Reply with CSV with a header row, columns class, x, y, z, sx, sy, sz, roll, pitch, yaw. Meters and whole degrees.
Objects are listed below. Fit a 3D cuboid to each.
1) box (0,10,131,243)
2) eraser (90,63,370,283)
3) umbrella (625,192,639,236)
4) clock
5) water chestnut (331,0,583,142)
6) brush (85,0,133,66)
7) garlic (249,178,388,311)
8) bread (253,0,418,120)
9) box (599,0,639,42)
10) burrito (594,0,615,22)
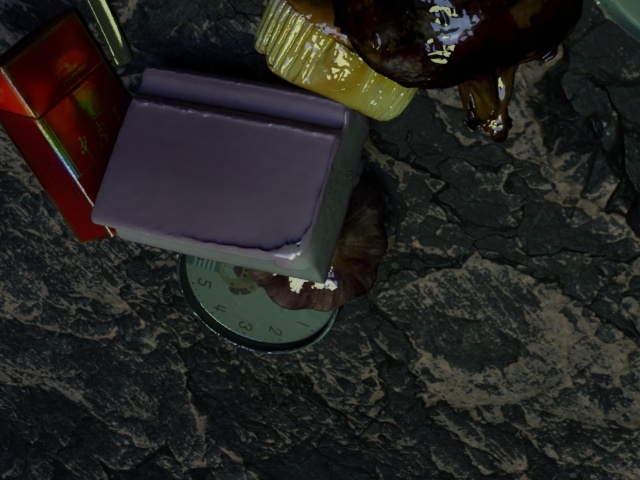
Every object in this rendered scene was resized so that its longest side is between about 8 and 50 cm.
class,x,y,z,sx,sy,sz,roll,pitch,yaw
box,-0.386,-0.179,1.686,0.089,0.197,0.313,-11,120,36
eraser,-0.133,-0.104,1.593,0.359,0.272,0.122,13,166,23
umbrella,0.538,-0.137,1.495,0.113,0.106,0.358,18,138,-6
clock,-0.105,0.067,1.860,0.312,0.061,0.313,9,125,13
water chestnut,0.182,-0.289,1.302,0.335,0.335,0.347,-21,107,28
brush,-0.345,-0.361,1.660,0.034,0.027,0.190,-27,124,-8
garlic,0.000,0.000,1.674,0.244,0.160,0.245,-1,95,-13
bread,0.036,-0.283,1.499,0.250,0.179,0.133,29,124,-4
box,0.442,-0.354,1.267,0.226,0.149,0.226,49,162,22
burrito,0.458,-0.299,1.432,0.188,0.058,0.045,20,152,2
